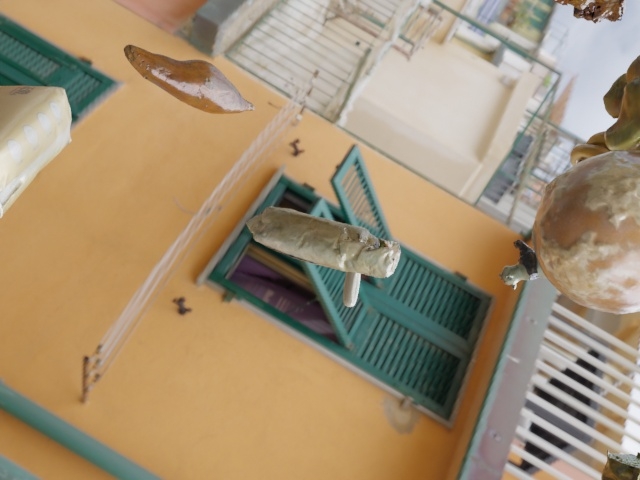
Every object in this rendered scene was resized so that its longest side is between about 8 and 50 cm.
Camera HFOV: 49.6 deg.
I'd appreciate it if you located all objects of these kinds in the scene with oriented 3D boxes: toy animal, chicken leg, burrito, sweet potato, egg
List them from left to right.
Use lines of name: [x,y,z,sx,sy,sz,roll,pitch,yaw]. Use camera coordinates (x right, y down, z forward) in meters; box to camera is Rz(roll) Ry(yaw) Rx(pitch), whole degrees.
sweet potato: [-0.278,-0.358,1.588,0.359,0.112,0.112,15,110,-48]
burrito: [0.000,-0.002,0.748,0.058,0.188,0.044,-37,132,-50]
toy animal: [0.567,0.054,1.783,0.225,0.093,0.121,-16,-146,20]
chicken leg: [0.510,-0.511,1.342,0.322,0.178,0.082,26,76,-67]
egg: [0.344,-0.009,0.801,0.233,0.195,0.194,-27,155,-44]

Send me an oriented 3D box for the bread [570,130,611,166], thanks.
bread: [0.614,-0.144,1.268,0.312,0.172,0.121,-12,143,-28]

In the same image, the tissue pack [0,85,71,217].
tissue pack: [-0.386,-0.099,0.737,0.222,0.187,0.090,-87,177,-59]

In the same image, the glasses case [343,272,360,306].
glasses case: [0.060,0.087,1.334,0.032,0.021,0.083,6,-93,62]

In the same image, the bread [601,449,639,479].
bread: [0.586,0.546,1.344,0.087,0.098,0.269,-142,-121,-80]

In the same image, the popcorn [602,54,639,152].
popcorn: [0.580,-0.160,0.990,0.290,0.325,0.321,-31,174,-21]
